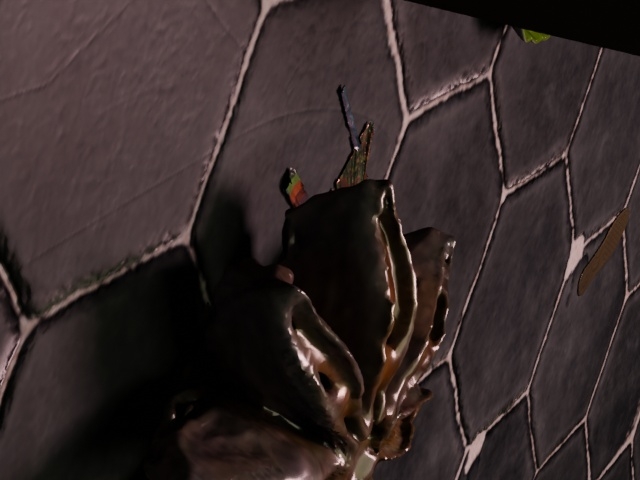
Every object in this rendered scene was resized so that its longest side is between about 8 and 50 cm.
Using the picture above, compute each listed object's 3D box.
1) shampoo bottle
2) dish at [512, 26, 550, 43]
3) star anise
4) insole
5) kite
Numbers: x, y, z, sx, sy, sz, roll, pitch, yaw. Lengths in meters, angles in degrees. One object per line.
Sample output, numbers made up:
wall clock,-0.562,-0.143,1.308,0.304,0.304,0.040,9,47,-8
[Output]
shampoo bottle,0.160,-0.177,1.071,0.080,0.246,0.079,-52,148,-37
dish,0.152,-0.200,1.292,0.137,0.039,0.091,-6,116,-63
star anise,-0.017,0.109,1.057,0.332,0.117,0.332,-54,158,-35
insole,0.296,0.011,1.779,0.135,0.002,0.045,-48,146,-41
kite,0.000,0.000,1.141,0.183,0.010,0.160,-61,153,-23
